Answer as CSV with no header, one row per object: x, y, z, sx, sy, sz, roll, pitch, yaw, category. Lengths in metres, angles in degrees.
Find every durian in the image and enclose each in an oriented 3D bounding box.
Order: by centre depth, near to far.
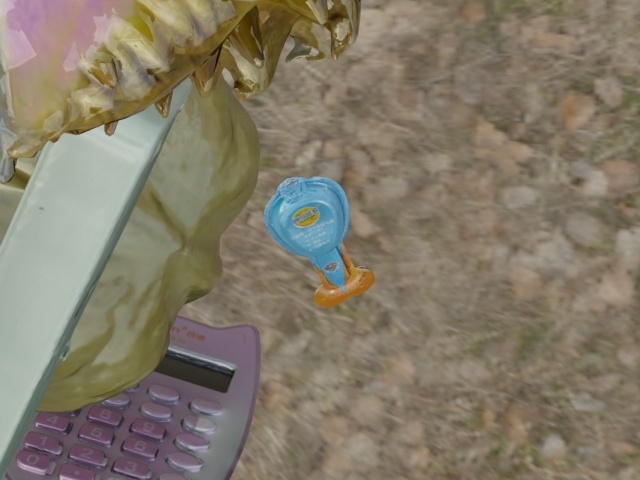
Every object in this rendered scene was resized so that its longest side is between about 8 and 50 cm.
0.017,-0.169,0.390,0.112,0.191,0.341,16,92,11,durian

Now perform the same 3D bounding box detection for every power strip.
-0.172,0.039,0.990,0.062,0.091,0.385,27,121,-3,power strip

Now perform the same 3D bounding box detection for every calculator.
-0.158,0.151,1.419,0.194,0.294,0.043,17,125,2,calculator

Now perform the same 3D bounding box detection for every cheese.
0.000,0.001,0.932,0.047,0.017,0.111,-22,137,4,cheese

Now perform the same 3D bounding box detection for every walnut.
-0.193,-0.032,1.192,0.282,0.277,0.253,-44,134,-30,walnut
